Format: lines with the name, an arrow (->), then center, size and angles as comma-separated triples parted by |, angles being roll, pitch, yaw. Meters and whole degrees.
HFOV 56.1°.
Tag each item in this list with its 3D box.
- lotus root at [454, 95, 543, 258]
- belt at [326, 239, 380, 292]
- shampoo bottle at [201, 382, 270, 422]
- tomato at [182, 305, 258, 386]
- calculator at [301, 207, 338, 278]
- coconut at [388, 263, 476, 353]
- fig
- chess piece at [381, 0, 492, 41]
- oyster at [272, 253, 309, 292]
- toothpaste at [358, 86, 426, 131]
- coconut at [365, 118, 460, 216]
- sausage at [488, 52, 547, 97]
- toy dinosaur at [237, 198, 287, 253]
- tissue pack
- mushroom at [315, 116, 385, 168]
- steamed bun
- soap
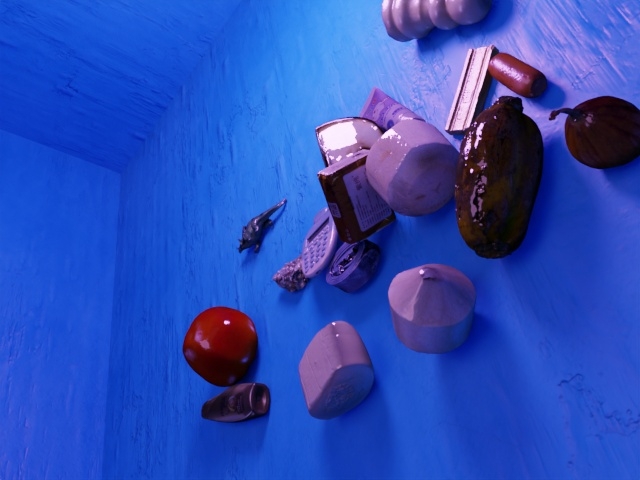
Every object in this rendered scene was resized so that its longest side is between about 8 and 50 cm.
lotus root -> 0.416, -0.153, 1.402 | 0.179, 0.196, 0.398 | -6, 65, 47
belt -> 0.102, 0.071, 1.805 | 0.190, 0.082, 0.141 | -46, 31, 29
shampoo bottle -> -0.305, 0.572, 2.100 | 0.350, 0.084, 0.126 | -24, 56, 47
tomato -> -0.368, 0.373, 2.162 | 0.298, 0.226, 0.299 | -36, 42, 42
calculator -> 0.000, 0.000, 1.972 | 0.188, 0.042, 0.303 | -47, 22, 35
coconut -> 0.261, 0.149, 1.414 | 0.202, 0.222, 0.202 | -5, 46, 5
fig -> 0.576, -0.239, 1.256 | 0.148, 0.202, 0.149 | -50, 1, 4
chess piece -> 0.358, -0.701, 1.797 | 0.330, 0.182, 0.182 | 14, 84, 50
oyster -> -0.095, 0.116, 2.071 | 0.177, 0.064, 0.125 | -48, 36, 25
toothpaste -> 0.220, -0.396, 1.911 | 0.125, 0.080, 0.371 | -63, 27, 14
coconut -> 0.243, -0.205, 1.625 | 0.237, 0.237, 0.266 | -55, 36, 20
sausage -> 0.497, -0.423, 1.531 | 0.076, 0.076, 0.197 | -54, 37, 20
toy dinosaur -> -0.236, -0.046, 2.333 | 0.292, 0.079, 0.120 | -39, 46, 32
tissue pack -> 0.109, -0.125, 1.729 | 0.183, 0.226, 0.092 | -29, 24, -23
mushroom -> 0.122, -0.243, 1.917 | 0.217, 0.212, 0.292 | -15, 43, 1
steamed bun -> 0.047, 0.358, 1.669 | 0.250, 0.154, 0.200 | -57, 33, 28
soap -> 0.420, -0.416, 1.665 | 0.092, 0.037, 0.252 | 12, 82, 54
